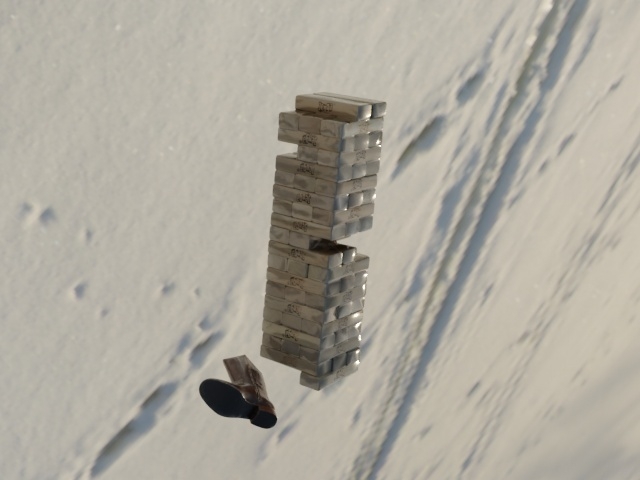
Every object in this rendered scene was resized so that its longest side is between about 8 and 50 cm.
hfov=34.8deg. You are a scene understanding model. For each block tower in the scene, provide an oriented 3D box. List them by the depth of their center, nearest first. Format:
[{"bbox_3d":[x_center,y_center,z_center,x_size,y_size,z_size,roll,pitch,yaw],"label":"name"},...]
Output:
[{"bbox_3d":[0.000,0.000,1.199,0.091,0.097,0.335,-17,116,-52],"label":"block tower"}]

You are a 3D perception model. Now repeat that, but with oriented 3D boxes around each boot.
[{"bbox_3d":[-0.101,0.158,1.162,0.106,0.114,0.037,36,104,-28],"label":"boot"}]
